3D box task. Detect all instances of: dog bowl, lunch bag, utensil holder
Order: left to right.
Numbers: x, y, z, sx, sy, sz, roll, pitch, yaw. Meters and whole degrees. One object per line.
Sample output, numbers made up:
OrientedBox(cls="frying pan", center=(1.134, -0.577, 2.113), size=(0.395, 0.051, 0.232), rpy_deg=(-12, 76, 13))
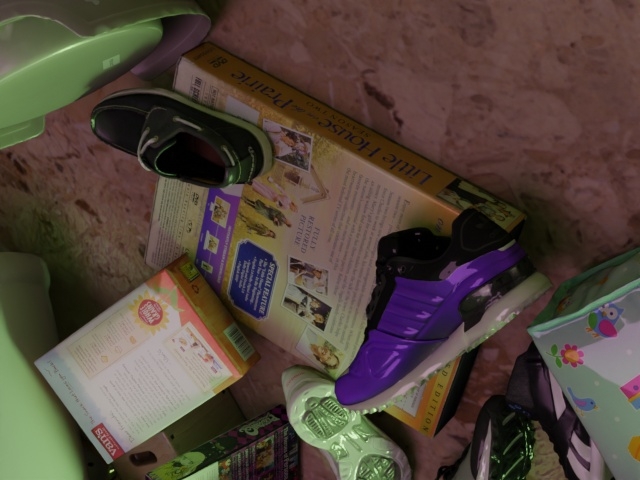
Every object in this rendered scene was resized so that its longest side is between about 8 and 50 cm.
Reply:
OrientedBox(cls="utensil holder", center=(-0.465, 0.246, 1.935), size=(0.327, 0.327, 0.385), rpy_deg=(-25, 77, 43))
OrientedBox(cls="dog bowl", center=(-0.294, -0.201, 1.614), size=(0.349, 0.349, 0.102), rpy_deg=(-28, 87, 44))
OrientedBox(cls="lunch bag", center=(0.365, 0.103, 1.431), size=(0.262, 0.160, 0.223), rpy_deg=(-27, 96, 32))

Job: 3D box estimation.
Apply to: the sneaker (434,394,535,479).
OrientedBox(cls="sneaker", center=(0.170, 0.282, 1.730), size=(0.108, 0.100, 0.271), rpy_deg=(28, 131, 26))

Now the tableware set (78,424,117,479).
OrientedBox(cls="tableware set", center=(-0.316, 0.286, 2.147), size=(0.168, 0.020, 0.141), rpy_deg=(16, 125, 29))

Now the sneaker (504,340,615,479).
OrientedBox(cls="sneaker", center=(0.261, 0.202, 1.631), size=(0.121, 0.079, 0.217), rpy_deg=(6, 112, 38))

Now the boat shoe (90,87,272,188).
OrientedBox(cls="boat shoe", center=(-0.168, -0.110, 1.665), size=(0.233, 0.079, 0.084), rpy_deg=(18, 127, 30))

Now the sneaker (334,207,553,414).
OrientedBox(cls="sneaker", center=(0.097, 0.063, 1.564), size=(0.293, 0.102, 0.146), rpy_deg=(-40, 85, 38))

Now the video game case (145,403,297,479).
OrientedBox(cls="video game case", center=(-0.118, 0.343, 1.904), size=(0.042, 0.210, 0.232), rpy_deg=(33, 135, 40))

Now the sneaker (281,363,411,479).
OrientedBox(cls="sneaker", center=(0.030, 0.227, 1.818), size=(0.232, 0.090, 0.115), rpy_deg=(57, 180, -30))

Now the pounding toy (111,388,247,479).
OrientedBox(cls="pounding toy", center=(-0.227, 0.272, 1.942), size=(0.181, 0.206, 0.094), rpy_deg=(-17, 106, 42))

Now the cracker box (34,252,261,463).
OrientedBox(cls="cracker box", center=(-0.207, 0.142, 1.812), size=(0.232, 0.067, 0.156), rpy_deg=(-34, 93, 26))

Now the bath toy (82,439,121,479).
OrientedBox(cls="bath toy", center=(-0.399, 0.346, 2.155), size=(0.348, 0.129, 0.151), rpy_deg=(6, 91, 38))

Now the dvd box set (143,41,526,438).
OrientedBox(cls="dvd box set", center=(0.000, 0.000, 1.702), size=(0.420, 0.062, 0.308), rpy_deg=(29, 131, 19))
